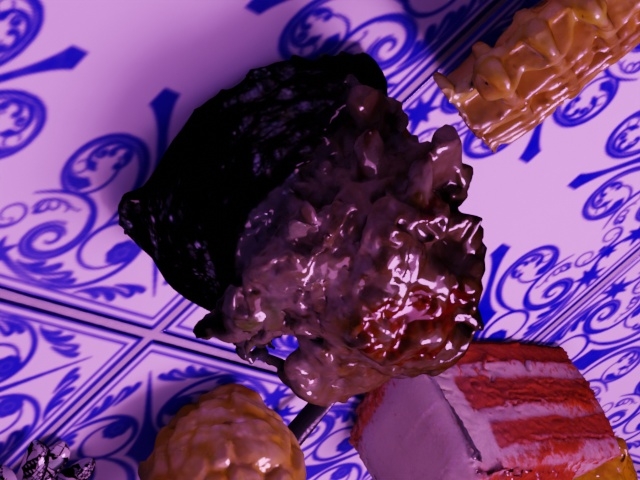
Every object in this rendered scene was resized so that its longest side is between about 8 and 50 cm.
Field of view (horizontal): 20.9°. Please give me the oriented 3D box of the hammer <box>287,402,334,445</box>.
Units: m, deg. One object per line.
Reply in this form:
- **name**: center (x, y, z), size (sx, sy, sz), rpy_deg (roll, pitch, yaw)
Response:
- **hammer**: center (-0.045, 0.200, 1.622), size (0.246, 0.103, 0.029), rpy_deg (-53, 146, 8)

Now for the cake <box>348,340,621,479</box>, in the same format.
- **cake**: center (0.160, 0.205, 1.728), size (0.262, 0.158, 0.159), rpy_deg (4, 138, -47)

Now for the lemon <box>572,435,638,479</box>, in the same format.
- **lemon**: center (0.243, 0.289, 1.896), size (0.188, 0.188, 0.257), rpy_deg (8, 135, -48)

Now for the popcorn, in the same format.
- **popcorn**: center (-0.084, 0.216, 1.524), size (0.180, 0.170, 0.180), rpy_deg (-34, 139, -35)

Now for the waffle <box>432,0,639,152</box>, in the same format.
- **waffle**: center (0.191, -0.154, 1.257), size (0.219, 0.057, 0.229), rpy_deg (-36, 172, 7)

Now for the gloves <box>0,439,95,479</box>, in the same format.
- **gloves**: center (-0.221, 0.256, 1.483), size (0.111, 0.127, 0.212), rpy_deg (-31, 131, 20)

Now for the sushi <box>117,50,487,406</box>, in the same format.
- **sushi**: center (0.003, 0.004, 1.232), size (0.225, 0.219, 0.238), rpy_deg (-35, 150, -3)
